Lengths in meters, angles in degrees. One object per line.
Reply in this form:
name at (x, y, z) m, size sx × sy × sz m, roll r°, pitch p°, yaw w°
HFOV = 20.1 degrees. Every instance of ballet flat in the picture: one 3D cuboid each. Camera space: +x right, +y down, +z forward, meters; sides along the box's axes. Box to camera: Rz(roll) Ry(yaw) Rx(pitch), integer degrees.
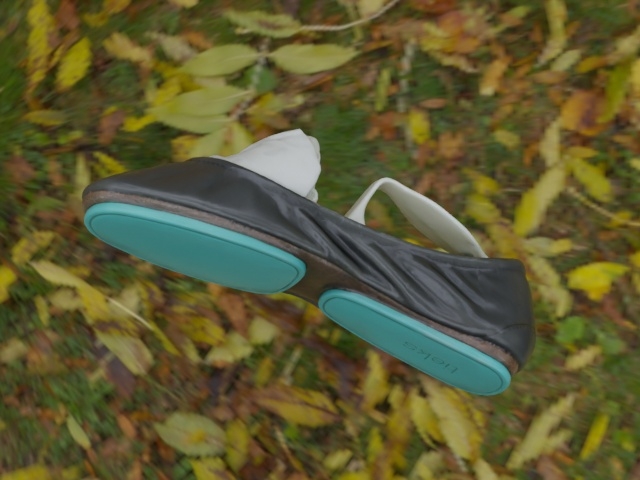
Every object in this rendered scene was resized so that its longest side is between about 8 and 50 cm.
ballet flat at (0.000, 0.000, 1.043) m, size 0.280 × 0.095 × 0.096 m, roll 24°, pitch 66°, yaw -18°
